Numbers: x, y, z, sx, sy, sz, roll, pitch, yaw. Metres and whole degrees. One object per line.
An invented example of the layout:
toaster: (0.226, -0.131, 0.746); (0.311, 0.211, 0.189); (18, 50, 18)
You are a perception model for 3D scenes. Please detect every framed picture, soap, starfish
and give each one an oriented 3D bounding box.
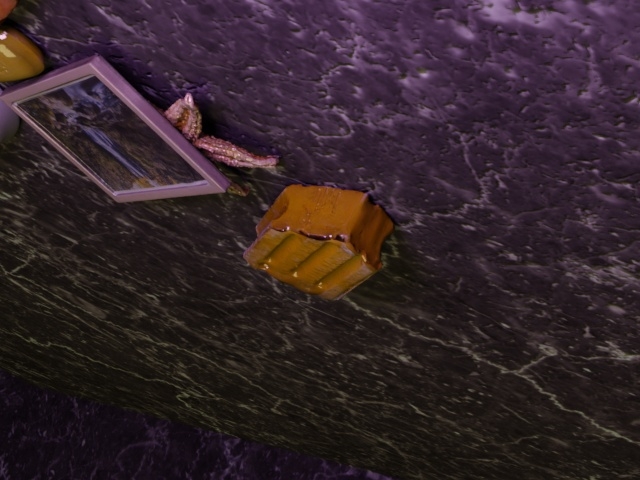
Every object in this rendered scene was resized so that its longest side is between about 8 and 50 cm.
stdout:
framed picture: (-0.282, -0.137, 1.380); (0.240, 0.020, 0.324); (45, 154, -28)
soap: (-0.410, -0.235, 1.311); (0.140, 0.045, 0.089); (1, 147, 42)
soap: (0.000, 0.000, 1.428); (0.160, 0.080, 0.257); (24, 159, -10)
starfish: (-0.171, -0.121, 1.351); (0.231, 0.048, 0.295); (32, 158, -24)

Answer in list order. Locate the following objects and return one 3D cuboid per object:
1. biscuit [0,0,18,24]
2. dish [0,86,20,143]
biscuit: (-0.517, -0.370, 1.072); (0.455, 0.078, 0.350); (21, 155, 3)
dish: (-0.603, -0.178, 1.496); (0.316, 0.106, 0.316); (10, 155, 5)
